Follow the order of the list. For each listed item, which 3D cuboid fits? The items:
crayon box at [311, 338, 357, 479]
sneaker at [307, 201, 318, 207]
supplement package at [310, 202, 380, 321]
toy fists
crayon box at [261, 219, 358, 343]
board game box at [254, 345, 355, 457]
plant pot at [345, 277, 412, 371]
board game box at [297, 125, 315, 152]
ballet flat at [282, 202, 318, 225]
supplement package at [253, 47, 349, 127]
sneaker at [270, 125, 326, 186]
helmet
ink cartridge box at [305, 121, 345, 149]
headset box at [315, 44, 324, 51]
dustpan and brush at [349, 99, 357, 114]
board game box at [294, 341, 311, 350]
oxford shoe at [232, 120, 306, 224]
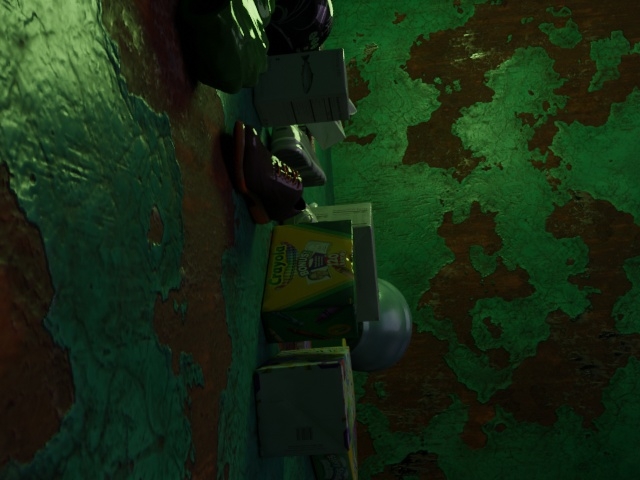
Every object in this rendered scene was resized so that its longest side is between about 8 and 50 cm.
[{"bbox_3d":[0.034,0.472,1.794,0.313,0.106,0.363,-88,171,-46],"label":"crayon box"},{"bbox_3d":[0.000,0.000,1.931,0.087,0.092,0.229,-49,133,-81],"label":"sneaker"},{"bbox_3d":[0.036,0.059,1.642,0.145,0.204,0.262,-81,165,-63],"label":"supplement package"},{"bbox_3d":[-0.120,-0.316,0.891,0.142,0.096,0.279,63,22,-51],"label":"toy fists"},{"bbox_3d":[-0.015,0.072,1.279,0.278,0.165,0.081,-88,172,-55],"label":"crayon box"},{"bbox_3d":[-0.018,0.274,1.175,0.275,0.144,0.142,38,47,-84],"label":"board game box"},{"bbox_3d":[0.097,0.249,1.967,0.196,0.293,0.293,10,74,-57],"label":"plant pot"},{"bbox_3d":[-0.045,-0.253,1.913,0.193,0.045,0.147,-58,142,-81],"label":"board game box"},{"bbox_3d":[-0.039,-0.011,1.474,0.086,0.086,0.249,70,16,-72],"label":"ballet flat"},{"bbox_3d":[-0.036,-0.298,1.307,0.105,0.179,0.105,72,14,-70],"label":"supplement package"},{"bbox_3d":[-0.047,-0.197,1.513,0.281,0.105,0.115,66,20,-73],"label":"sneaker"},{"bbox_3d":[-0.054,-0.454,1.327,0.161,0.169,0.169,-50,159,-16],"label":"helmet"},{"bbox_3d":[-0.009,-0.377,1.887,0.134,0.078,0.231,51,17,-37],"label":"ink cartridge box"},{"bbox_3d":[-0.053,-0.579,1.776,0.218,0.110,0.293,-55,139,-82],"label":"headset box"},{"bbox_3d":[0.022,-0.399,1.785,0.147,0.060,0.211,49,7,5],"label":"dustpan and brush"},{"bbox_3d":[-0.041,0.260,1.581,0.103,0.026,0.154,79,8,-49],"label":"board game box"},{"bbox_3d":[-0.081,-0.112,1.079,0.271,0.098,0.097,72,14,-69],"label":"oxford shoe"}]
